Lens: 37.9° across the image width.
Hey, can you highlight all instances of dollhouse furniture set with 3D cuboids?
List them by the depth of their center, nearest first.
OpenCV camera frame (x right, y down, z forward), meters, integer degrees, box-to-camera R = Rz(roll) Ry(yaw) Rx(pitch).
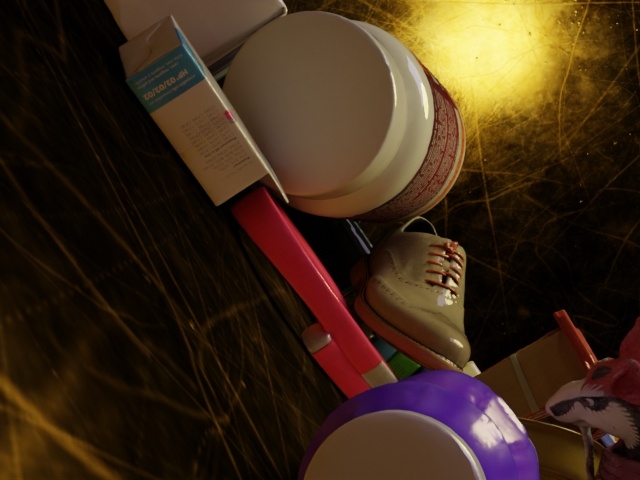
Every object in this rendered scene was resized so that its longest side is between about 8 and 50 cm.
[{"bbox_3d":[0.255,0.272,0.973,0.152,0.201,0.374,51,15,-32],"label":"dollhouse furniture set"}]

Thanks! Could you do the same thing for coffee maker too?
[{"bbox_3d":[0.000,0.000,1.359,0.178,0.120,0.171,57,28,9],"label":"coffee maker"}]

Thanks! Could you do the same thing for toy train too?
[{"bbox_3d":[0.078,0.134,1.284,0.143,0.105,0.248,44,4,-7],"label":"toy train"}]

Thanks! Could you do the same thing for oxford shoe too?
[{"bbox_3d":[0.118,0.052,1.111,0.123,0.130,0.348,34,11,-18],"label":"oxford shoe"}]

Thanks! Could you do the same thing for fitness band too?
[{"bbox_3d":[-0.004,0.065,0.977,0.209,0.054,0.291,56,0,40],"label":"fitness band"}]

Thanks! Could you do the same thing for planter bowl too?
[{"bbox_3d":[0.142,0.225,0.827,0.217,0.217,0.090,54,40,-58],"label":"planter bowl"}]

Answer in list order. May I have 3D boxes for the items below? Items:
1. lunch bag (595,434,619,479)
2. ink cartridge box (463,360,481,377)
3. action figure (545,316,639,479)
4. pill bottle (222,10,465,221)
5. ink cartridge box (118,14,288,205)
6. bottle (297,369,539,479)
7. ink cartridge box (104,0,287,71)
[{"bbox_3d":[0.408,0.386,1.210,0.239,0.385,0.328,57,3,-33],"label":"lunch bag"},{"bbox_3d":[0.317,0.375,1.693,0.273,0.114,0.198,57,2,24],"label":"ink cartridge box"},{"bbox_3d":[0.240,0.219,0.636,0.275,0.248,0.370,30,-32,47],"label":"action figure"},{"bbox_3d":[0.040,-0.136,1.120,0.224,0.224,0.392,58,14,9],"label":"pill bottle"},{"bbox_3d":[-0.107,-0.105,0.856,0.181,0.061,0.104,56,3,-31],"label":"ink cartridge box"},{"bbox_3d":[0.048,0.119,0.457,0.092,0.118,0.283,54,0,15],"label":"bottle"},{"bbox_3d":[-0.179,-0.342,1.138,0.285,0.166,0.395,57,3,-10],"label":"ink cartridge box"}]
